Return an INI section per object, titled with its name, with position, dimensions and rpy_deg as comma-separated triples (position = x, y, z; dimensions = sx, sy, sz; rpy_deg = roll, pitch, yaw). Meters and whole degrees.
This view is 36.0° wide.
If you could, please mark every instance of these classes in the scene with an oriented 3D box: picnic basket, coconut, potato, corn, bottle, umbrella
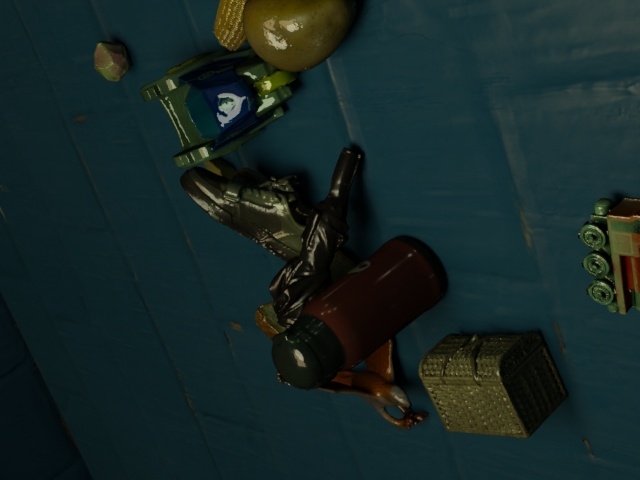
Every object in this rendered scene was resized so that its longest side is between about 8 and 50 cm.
[picnic basket]
position = 0.287, 0.233, 1.675
dimensions = 0.196, 0.134, 0.154
rpy_deg = -10, 109, 54
[coconut]
position = -0.442, -0.380, 2.091
dimensions = 0.083, 0.081, 0.082
rpy_deg = 12, 92, 63
[potato]
position = -0.027, -0.352, 1.572
dimensions = 0.194, 0.157, 0.157
rpy_deg = -22, 101, 32
[corn]
position = -0.144, -0.407, 1.722
dimensions = 0.085, 0.063, 0.165
rpy_deg = 41, 146, 5
[bottle]
position = 0.058, 0.128, 1.681
dimensions = 0.144, 0.336, 0.144
rpy_deg = 32, 139, 32
[umbrella]
position = 0.000, 0.000, 1.743
dimensions = 0.118, 0.118, 0.340
rpy_deg = 26, 102, 36

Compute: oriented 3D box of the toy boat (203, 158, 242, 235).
[toy boat]
position = -0.186, -0.093, 2.029
dimensions = 0.066, 0.065, 0.172
rpy_deg = -30, 88, 42

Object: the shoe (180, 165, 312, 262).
[shoe]
position = -0.110, -0.083, 1.854
dimensions = 0.293, 0.109, 0.149
rpy_deg = 34, 114, -10

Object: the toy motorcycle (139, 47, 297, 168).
[toy motorcycle]
position = -0.192, -0.247, 1.796
dimensions = 0.326, 0.200, 0.191
rpy_deg = -8, 111, 54

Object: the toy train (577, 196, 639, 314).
[toy train]
position = 0.432, 0.025, 1.385
dimensions = 0.118, 0.074, 0.176
rpy_deg = 8, 122, 43

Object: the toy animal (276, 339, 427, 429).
[toy animal]
position = 0.066, 0.293, 2.000
dimensions = 0.302, 0.225, 0.284
rpy_deg = 40, 163, 2

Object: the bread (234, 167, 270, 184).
[bread]
position = -0.090, -0.060, 1.952
dimensions = 0.073, 0.053, 0.214
rpy_deg = -27, 100, 47

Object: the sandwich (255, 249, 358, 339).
[sandwich]
position = 0.008, 0.133, 1.848
dimensions = 0.186, 0.215, 0.065
rpy_deg = 43, 157, 18
